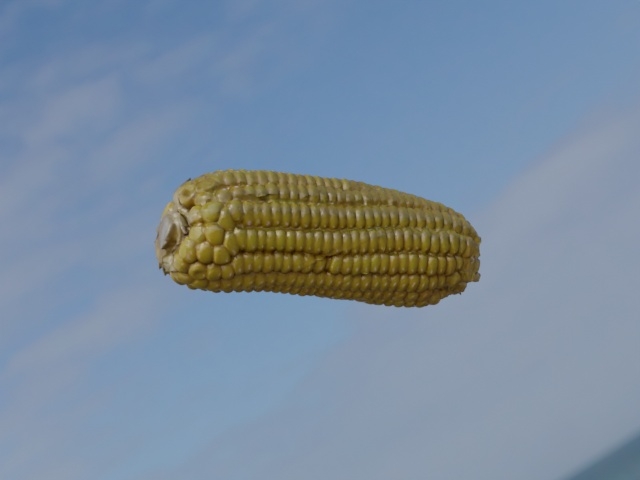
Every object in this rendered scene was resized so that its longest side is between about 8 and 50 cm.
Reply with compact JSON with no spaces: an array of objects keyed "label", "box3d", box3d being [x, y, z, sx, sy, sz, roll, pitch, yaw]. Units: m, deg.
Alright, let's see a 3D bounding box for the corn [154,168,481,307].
[{"label":"corn","box3d":[0.000,0.000,0.524,0.092,0.037,0.037,9,-27,-20]}]
